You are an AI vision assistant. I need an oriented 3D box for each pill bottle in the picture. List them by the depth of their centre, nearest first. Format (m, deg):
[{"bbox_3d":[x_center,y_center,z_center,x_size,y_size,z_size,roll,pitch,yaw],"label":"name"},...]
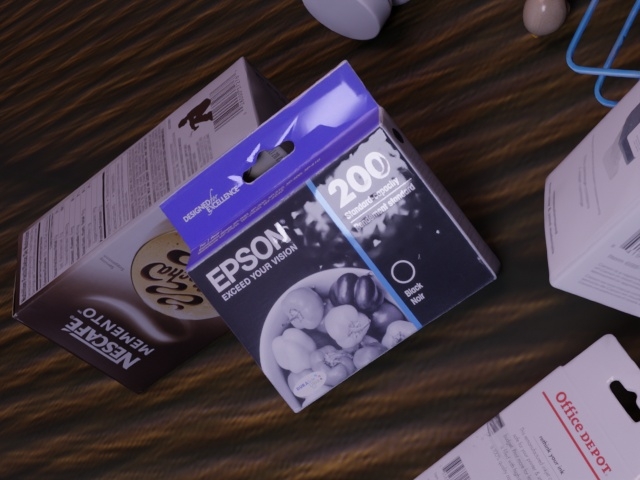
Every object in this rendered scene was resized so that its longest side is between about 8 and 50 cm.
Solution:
[{"bbox_3d":[0.068,-0.325,1.094,0.124,0.124,0.221,11,68,48],"label":"pill bottle"}]

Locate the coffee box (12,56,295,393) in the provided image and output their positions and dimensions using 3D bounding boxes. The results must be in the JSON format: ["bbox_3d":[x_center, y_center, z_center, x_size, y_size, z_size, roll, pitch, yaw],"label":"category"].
[{"bbox_3d":[-0.124,-0.005,0.981,0.297,0.168,0.119,-36,40,19],"label":"coffee box"}]

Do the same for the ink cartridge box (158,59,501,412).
[{"bbox_3d":[0.000,0.000,0.836,0.206,0.208,0.045,-36,4,17],"label":"ink cartridge box"}]

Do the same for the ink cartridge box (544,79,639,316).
[{"bbox_3d":[0.250,-0.042,0.583,0.218,0.158,0.092,128,155,-48],"label":"ink cartridge box"}]

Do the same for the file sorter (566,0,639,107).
[{"bbox_3d":[0.259,-0.108,0.690,0.118,0.170,0.104,17,76,50],"label":"file sorter"}]

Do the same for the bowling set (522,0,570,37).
[{"bbox_3d":[0.270,-0.293,0.836,0.200,0.287,0.154,4,64,8],"label":"bowling set"}]

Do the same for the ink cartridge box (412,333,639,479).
[{"bbox_3d":[0.148,0.157,0.664,0.180,0.060,0.104,-40,38,12],"label":"ink cartridge box"}]
